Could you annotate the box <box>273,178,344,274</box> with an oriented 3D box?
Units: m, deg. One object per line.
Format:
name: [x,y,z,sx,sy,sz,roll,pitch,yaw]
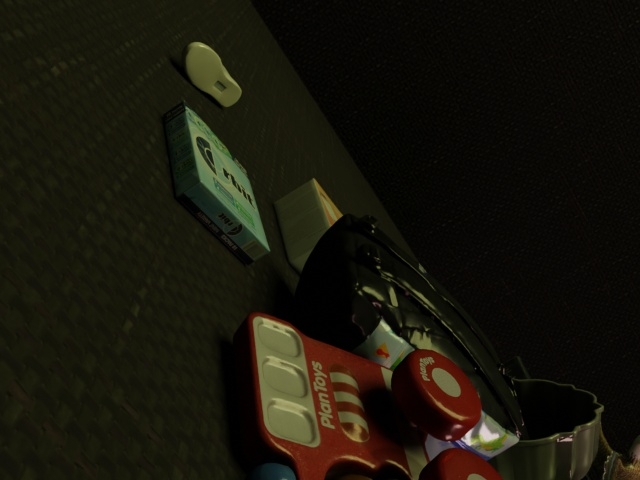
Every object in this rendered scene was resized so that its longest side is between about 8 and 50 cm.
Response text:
box: [0.000,0.000,1.264,0.130,0.091,0.171,50,14,-39]

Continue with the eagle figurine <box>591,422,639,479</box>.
eagle figurine: [0.652,0.501,1.601,0.298,0.225,0.226,22,-18,-21]

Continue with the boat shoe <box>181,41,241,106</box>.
boat shoe: [-0.198,-0.301,1.274,0.063,0.066,0.184,48,8,23]

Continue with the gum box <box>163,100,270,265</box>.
gum box: [-0.141,-0.079,0.976,0.157,0.041,0.184,49,14,-42]

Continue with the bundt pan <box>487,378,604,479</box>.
bundt pan: [0.322,0.348,1.263,0.331,0.330,0.124,-40,124,-79]

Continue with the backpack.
backpack: [0.122,0.171,1.009,0.355,0.273,0.290,31,18,-13]

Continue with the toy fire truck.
toy fire truck: [0.030,0.219,0.704,0.253,0.169,0.302,23,32,-25]

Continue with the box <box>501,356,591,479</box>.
box: [0.529,0.545,1.852,0.294,0.211,0.395,55,12,-18]

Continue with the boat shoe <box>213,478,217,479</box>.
boat shoe: [-0.069,0.198,0.491,0.066,0.066,0.183,62,11,23]
